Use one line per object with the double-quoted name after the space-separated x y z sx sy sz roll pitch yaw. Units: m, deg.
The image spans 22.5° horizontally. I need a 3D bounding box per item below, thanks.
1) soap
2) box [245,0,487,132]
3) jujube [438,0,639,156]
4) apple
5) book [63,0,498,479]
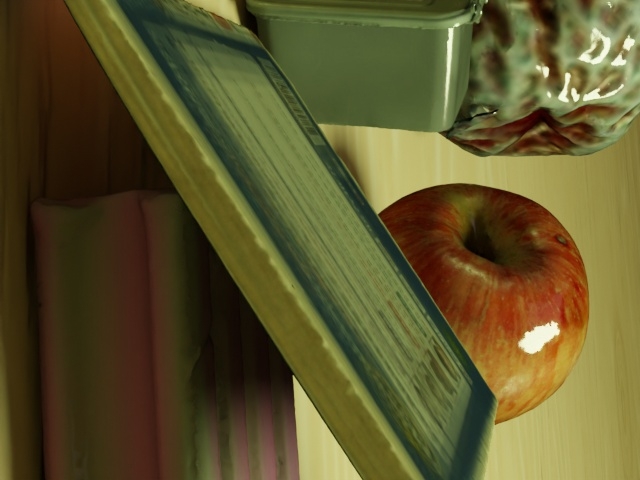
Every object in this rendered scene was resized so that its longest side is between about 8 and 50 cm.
-0.052 0.085 0.593 0.122 0.066 0.203 25 59 -72 "soap"
0.025 -0.102 0.832 0.084 0.122 0.069 -62 154 -59 "box"
0.148 -0.211 1.121 0.226 0.226 0.317 44 48 -64 "jujube"
0.082 0.039 0.923 0.146 0.146 0.131 -77 -178 -47 "apple"
0.000 0.000 0.641 0.228 0.018 0.322 57 9 3 "book"
